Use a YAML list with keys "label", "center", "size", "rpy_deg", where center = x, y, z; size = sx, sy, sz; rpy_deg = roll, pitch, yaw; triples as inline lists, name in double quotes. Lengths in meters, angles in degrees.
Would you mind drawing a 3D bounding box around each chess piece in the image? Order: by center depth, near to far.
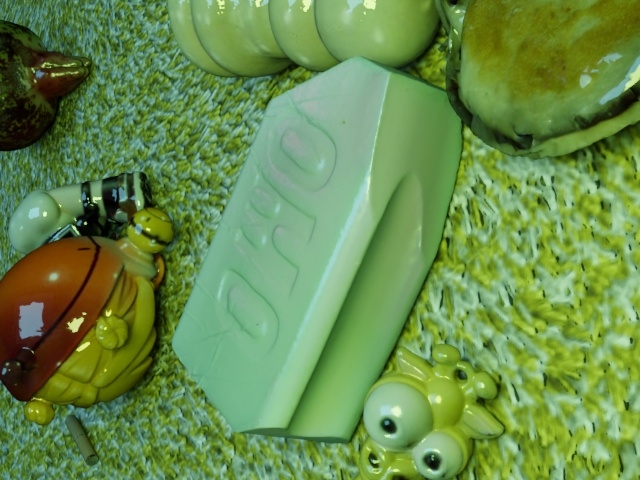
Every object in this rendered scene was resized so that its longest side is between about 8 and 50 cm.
- label: "chess piece"
  center: [-0.011, -0.234, 0.957]
  size: [0.299, 0.167, 0.167]
  rpy_deg: [18, 94, 48]

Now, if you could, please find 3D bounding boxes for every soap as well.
- label: "soap"
  center: [0.000, 0.000, 0.899]
  size: [0.208, 0.115, 0.347]
  rpy_deg: [40, 111, 49]

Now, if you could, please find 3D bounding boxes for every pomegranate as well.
- label: "pomegranate"
  center: [-0.482, -0.254, 1.546]
  size: [0.247, 0.214, 0.214]
  rpy_deg: [-6, 71, 12]

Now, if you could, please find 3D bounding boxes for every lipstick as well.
- label: "lipstick"
  center: [-0.324, 0.270, 1.306]
  size: [0.094, 0.019, 0.019]
  rpy_deg: [42, 113, 49]

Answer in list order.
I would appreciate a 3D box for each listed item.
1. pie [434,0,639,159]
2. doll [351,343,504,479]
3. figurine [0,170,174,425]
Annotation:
- label: "pie"
  center: [0.203, -0.219, 0.740]
  size: [0.339, 0.077, 0.339]
  rpy_deg: [-29, 51, 43]
- label: "doll"
  center: [0.043, 0.207, 0.812]
  size: [0.117, 0.086, 0.291]
  rpy_deg: [39, 115, 6]
- label: "figurine"
  center: [-0.310, 0.075, 1.201]
  size: [0.320, 0.196, 0.323]
  rpy_deg: [-47, 36, 24]
